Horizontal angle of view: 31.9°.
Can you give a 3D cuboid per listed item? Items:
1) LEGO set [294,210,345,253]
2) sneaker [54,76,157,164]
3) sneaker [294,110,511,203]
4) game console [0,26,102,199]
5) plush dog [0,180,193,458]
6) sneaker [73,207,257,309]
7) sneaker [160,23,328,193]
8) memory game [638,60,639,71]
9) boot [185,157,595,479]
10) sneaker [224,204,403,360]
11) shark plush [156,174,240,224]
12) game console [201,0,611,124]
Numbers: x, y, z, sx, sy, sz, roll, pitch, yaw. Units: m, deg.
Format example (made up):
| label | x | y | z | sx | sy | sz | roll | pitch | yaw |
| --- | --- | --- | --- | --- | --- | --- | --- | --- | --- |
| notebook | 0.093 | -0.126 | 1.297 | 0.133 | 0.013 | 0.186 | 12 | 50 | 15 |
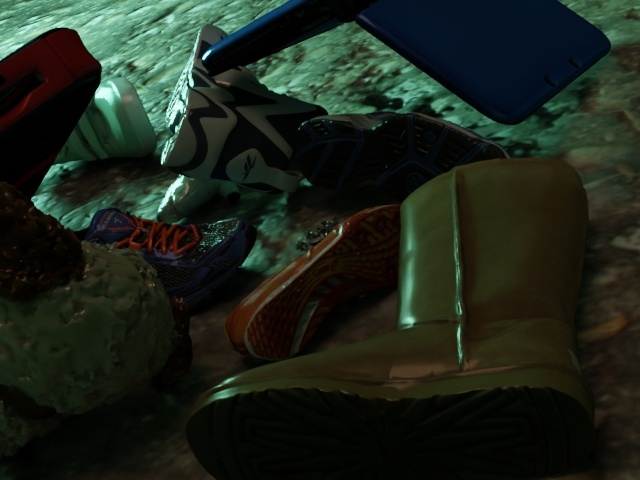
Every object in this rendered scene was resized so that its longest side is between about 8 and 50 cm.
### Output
| label | x | y | z | sx | sy | sz | roll | pitch | yaw |
| --- | --- | --- | --- | --- | --- | --- | --- | --- | --- |
| LEGO set | 0.002 | 0.000 | 0.904 | 0.054 | 0.023 | 0.083 | -18 | 26 | 8 |
| sneaker | -0.286 | -0.113 | 1.264 | 0.151 | 0.094 | 0.256 | -28 | 16 | -25 |
| sneaker | 0.077 | -0.075 | 0.926 | 0.211 | 0.080 | 0.081 | 18 | 26 | 41 |
| game console | -0.369 | -0.012 | 0.998 | 0.386 | 0.060 | 0.342 | -46 | 3 | -41 |
| plush dog | -0.208 | 0.070 | 0.757 | 0.225 | 0.262 | 0.211 | -24 | 57 | 19 |
| sneaker | -0.156 | 0.014 | 0.929 | 0.221 | 0.087 | 0.083 | -12 | 28 | 20 |
| sneaker | -0.061 | -0.115 | 1.059 | 0.094 | 0.153 | 0.235 | -62 | 16 | 22 |
| memory game | 0.366 | -0.168 | 0.957 | 0.186 | 0.012 | 0.186 | -18 | 25 | 9 |
| boot | 0.057 | 0.046 | 0.711 | 0.236 | 0.089 | 0.269 | -3 | 30 | 10 |
| sneaker | 0.001 | 0.023 | 0.819 | 0.175 | 0.064 | 0.067 | -31 | 17 | -25 |
| shark plush | -0.121 | -0.073 | 1.113 | 0.067 | 0.073 | 0.161 | -46 | 22 | 27 |
| game console | 0.085 | -0.172 | 1.024 | 0.250 | 0.173 | 0.293 | -22 | 8 | 36 |
